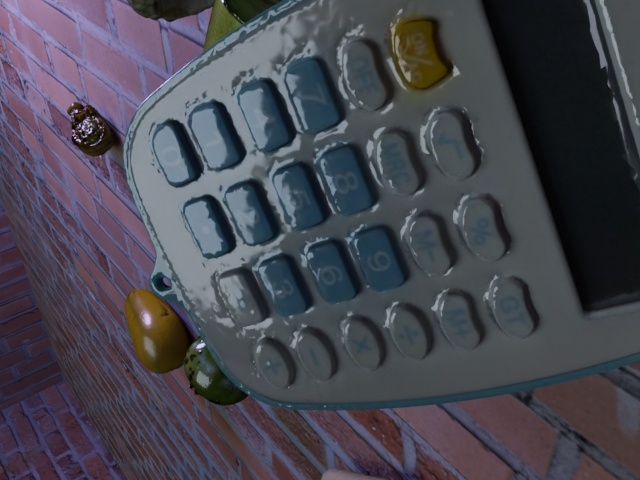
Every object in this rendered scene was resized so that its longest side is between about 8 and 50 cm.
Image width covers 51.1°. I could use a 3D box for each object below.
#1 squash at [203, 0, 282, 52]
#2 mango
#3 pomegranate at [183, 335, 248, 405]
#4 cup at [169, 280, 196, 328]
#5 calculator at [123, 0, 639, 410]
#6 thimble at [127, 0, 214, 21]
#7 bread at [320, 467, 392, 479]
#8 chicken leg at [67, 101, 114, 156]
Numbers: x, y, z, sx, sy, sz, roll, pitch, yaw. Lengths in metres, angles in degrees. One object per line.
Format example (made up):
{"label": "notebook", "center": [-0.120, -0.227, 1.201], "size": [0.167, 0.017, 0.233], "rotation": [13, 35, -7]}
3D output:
{"label": "squash", "center": [-0.053, -0.159, 0.602], "size": [0.123, 0.123, 0.187], "rotation": [58, 149, 11]}
{"label": "mango", "center": [-0.324, 0.172, 1.310], "size": [0.195, 0.098, 0.137], "rotation": [57, 153, 28]}
{"label": "pomegranate", "center": [-0.139, 0.178, 1.019], "size": [0.122, 0.122, 0.161], "rotation": [47, 108, 28]}
{"label": "cup", "center": [-0.005, 0.007, 0.562], "size": [0.221, 0.202, 0.167], "rotation": [50, 148, 23]}
{"label": "calculator", "center": [0.059, -0.026, 0.380], "size": [0.386, 0.054, 0.256], "rotation": [-18, 105, 20]}
{"label": "thimble", "center": [-0.123, -0.298, 0.593], "size": [0.190, 0.137, 0.144], "rotation": [-20, 93, 46]}
{"label": "bread", "center": [0.081, 0.352, 0.829], "size": [0.178, 0.060, 0.140], "rotation": [-18, 98, 60]}
{"label": "chicken leg", "center": [-0.428, -0.216, 1.219], "size": [0.178, 0.070, 0.093], "rotation": [44, 140, 48]}
